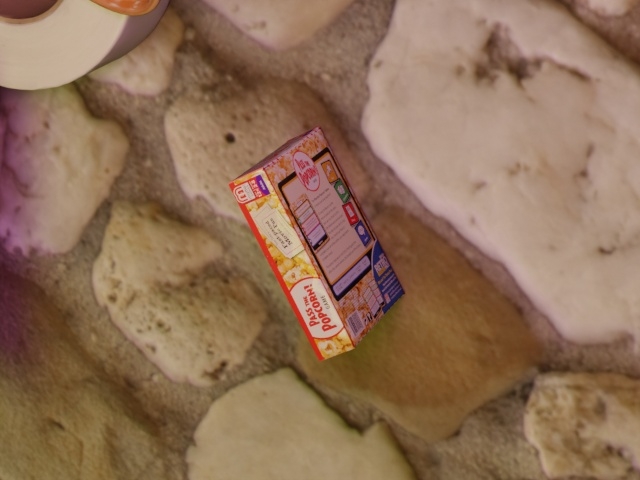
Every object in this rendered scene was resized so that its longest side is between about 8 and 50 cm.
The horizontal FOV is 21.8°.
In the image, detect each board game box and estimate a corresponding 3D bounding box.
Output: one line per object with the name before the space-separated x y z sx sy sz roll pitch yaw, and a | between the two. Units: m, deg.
board game box | 0.000 0.000 1.618 0.045 0.147 0.193 -23 99 28

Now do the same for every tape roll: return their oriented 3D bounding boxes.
tape roll | -0.285 -0.299 1.653 0.286 0.100 0.286 8 112 21

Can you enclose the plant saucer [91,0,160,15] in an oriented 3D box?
plant saucer | -0.213 -0.289 1.498 0.200 0.037 0.200 33 157 16
